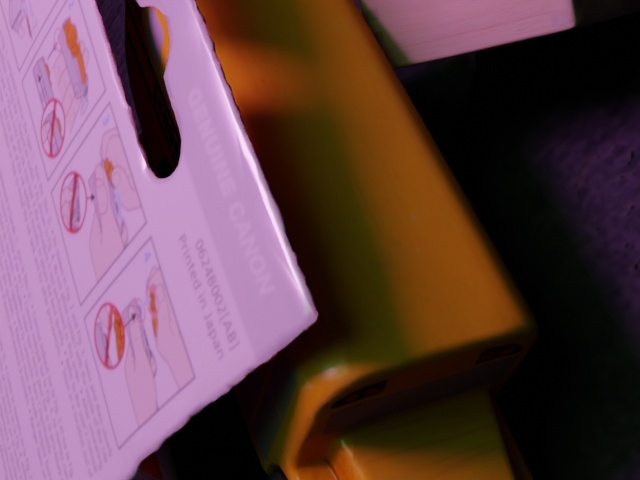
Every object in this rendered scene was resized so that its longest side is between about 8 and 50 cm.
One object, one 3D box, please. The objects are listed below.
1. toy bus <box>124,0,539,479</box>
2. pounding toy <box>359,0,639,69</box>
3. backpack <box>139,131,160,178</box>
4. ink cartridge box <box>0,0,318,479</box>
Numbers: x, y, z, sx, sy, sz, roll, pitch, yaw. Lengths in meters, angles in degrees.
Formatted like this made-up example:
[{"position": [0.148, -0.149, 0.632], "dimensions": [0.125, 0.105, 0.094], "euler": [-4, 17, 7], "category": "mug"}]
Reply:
[{"position": [0.000, 0.000, 0.427], "dimensions": [0.130, 0.108, 0.333], "euler": [109, 143, -53], "category": "toy bus"}, {"position": [0.109, -0.155, 0.455], "dimensions": [0.141, 0.130, 0.100], "euler": [-5, 103, 39], "category": "pounding toy"}, {"position": [-0.068, -0.022, 0.556], "dimensions": [0.084, 0.114, 0.105], "euler": [-37, 49, 49], "category": "backpack"}, {"position": [-0.132, 0.002, 0.503], "dimensions": [0.385, 0.091, 0.308], "euler": [-43, 58, 39], "category": "ink cartridge box"}]
